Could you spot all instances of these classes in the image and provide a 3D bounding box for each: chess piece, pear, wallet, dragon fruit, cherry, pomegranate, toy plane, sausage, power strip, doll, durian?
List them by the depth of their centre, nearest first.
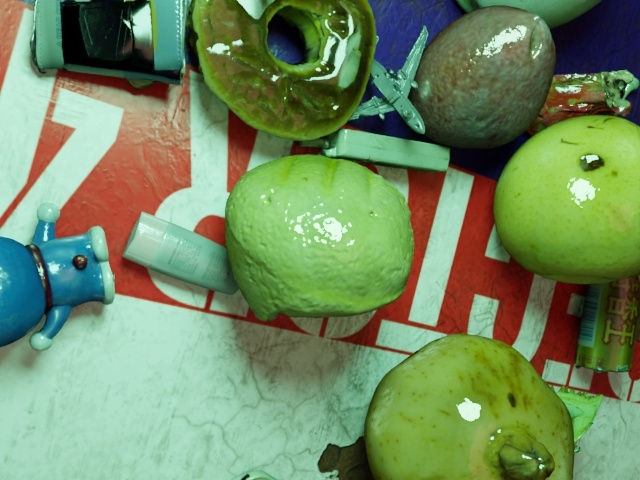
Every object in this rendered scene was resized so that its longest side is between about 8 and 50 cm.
[{"bbox_3d":[-0.435,0.058,0.865,0.256,0.161,0.216,-11,85,-38],"label":"doll"},{"bbox_3d":[-0.316,-0.328,0.884,0.230,0.069,0.170,4,99,-6],"label":"wallet"},{"bbox_3d":[0.268,0.356,1.029,0.409,0.410,0.411,-2,95,-23],"label":"pomegranate"},{"bbox_3d":[0.122,-0.269,1.041,0.226,0.226,0.058,-43,140,23],"label":"toy plane"},{"bbox_3d":[0.292,-0.292,1.072,0.261,0.307,0.221,-3,58,-24],"label":"cherry"},{"bbox_3d":[0.099,-0.167,1.090,0.287,0.093,0.053,6,95,-24],"label":"power strip"},{"bbox_3d":[0.510,-0.073,1.146,0.348,0.348,0.349,-2,95,-23],"label":"pear"},{"bbox_3d":[0.544,-0.275,1.217,0.261,0.211,0.134,-2,88,-17],"label":"dragon fruit"},{"bbox_3d":[0.438,0.470,1.227,0.394,0.198,0.163,-44,110,-12],"label":"durian"},{"bbox_3d":[0.669,0.143,1.341,0.125,0.117,0.318,10,91,-27],"label":"sausage"},{"bbox_3d":[0.696,-0.330,1.360,0.042,0.042,0.093,30,87,-22],"label":"chess piece"}]

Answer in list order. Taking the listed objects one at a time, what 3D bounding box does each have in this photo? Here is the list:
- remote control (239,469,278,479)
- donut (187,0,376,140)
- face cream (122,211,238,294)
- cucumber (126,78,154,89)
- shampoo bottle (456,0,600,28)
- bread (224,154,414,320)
[{"bbox_3d":[-0.068,0.504,1.100,0.221,0.042,0.078,41,79,-19],"label":"remote control"},{"bbox_3d":[-0.063,-0.335,0.986,0.329,0.160,0.330,-7,108,-21],"label":"donut"},{"bbox_3d":[-0.224,0.027,0.990,0.198,0.057,0.084,25,83,-21],"label":"face cream"},{"bbox_3d":[-0.300,-0.294,0.942,0.067,0.035,0.108,-20,99,-9],"label":"cucumber"},{"bbox_3d":[0.405,-0.553,1.068,0.322,0.317,0.323,-2,95,-25],"label":"shampoo bottle"},{"bbox_3d":[-0.001,-0.011,0.947,0.320,0.320,0.238,-17,115,-21],"label":"bread"}]
